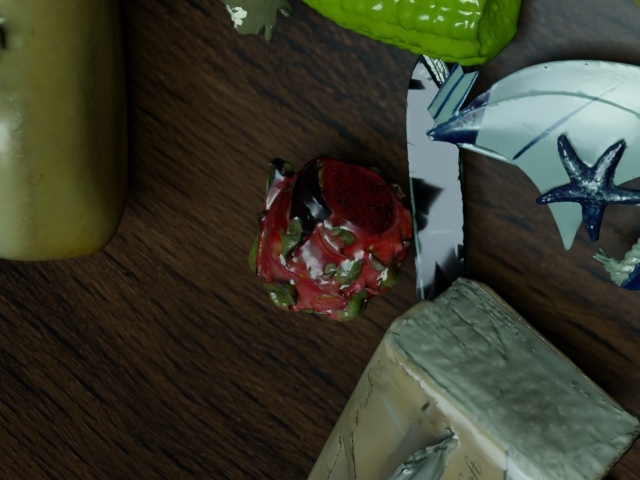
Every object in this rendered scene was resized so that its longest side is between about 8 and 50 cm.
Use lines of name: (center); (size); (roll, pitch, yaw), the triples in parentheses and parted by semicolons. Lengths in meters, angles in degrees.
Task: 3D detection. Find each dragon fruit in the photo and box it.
dragon fruit: (0.000, 0.000, 0.843); (0.166, 0.160, 0.172); (50, 137, 9)

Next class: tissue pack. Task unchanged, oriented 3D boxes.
tissue pack: (0.101, 0.229, 0.802); (0.238, 0.238, 0.305); (35, 137, 12)

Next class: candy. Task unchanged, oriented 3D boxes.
candy: (0.068, -0.214, 0.745); (0.209, 0.096, 0.097); (18, 120, 26)

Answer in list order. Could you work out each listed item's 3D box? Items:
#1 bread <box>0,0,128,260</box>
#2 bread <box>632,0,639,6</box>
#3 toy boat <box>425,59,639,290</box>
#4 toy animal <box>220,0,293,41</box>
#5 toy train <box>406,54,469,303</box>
bread: (-0.350, -0.168, 0.915); (0.348, 0.253, 0.376); (15, 117, 30)
bread: (0.267, -0.236, 0.536); (0.139, 0.240, 0.240); (18, 120, 35)
toy boat: (0.235, -0.057, 0.725); (0.291, 0.070, 0.210); (-1, 107, 26)
toy animal: (-0.092, -0.306, 0.811); (0.214, 0.093, 0.186); (34, 121, 22)
toy train: (0.115, -0.060, 0.819); (0.055, 0.048, 0.252); (1, 107, 19)
